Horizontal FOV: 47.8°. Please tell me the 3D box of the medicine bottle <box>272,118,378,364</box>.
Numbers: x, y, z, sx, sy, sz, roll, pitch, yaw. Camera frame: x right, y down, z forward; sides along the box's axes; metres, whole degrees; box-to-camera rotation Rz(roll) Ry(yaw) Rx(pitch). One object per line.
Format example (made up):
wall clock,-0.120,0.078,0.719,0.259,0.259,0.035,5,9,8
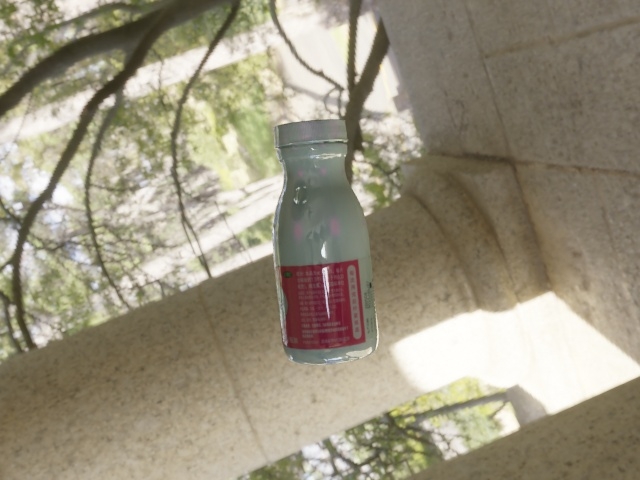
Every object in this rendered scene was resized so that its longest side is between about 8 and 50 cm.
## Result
medicine bottle,0.000,0.000,0.667,0.090,0.091,0.216,-164,68,-82
